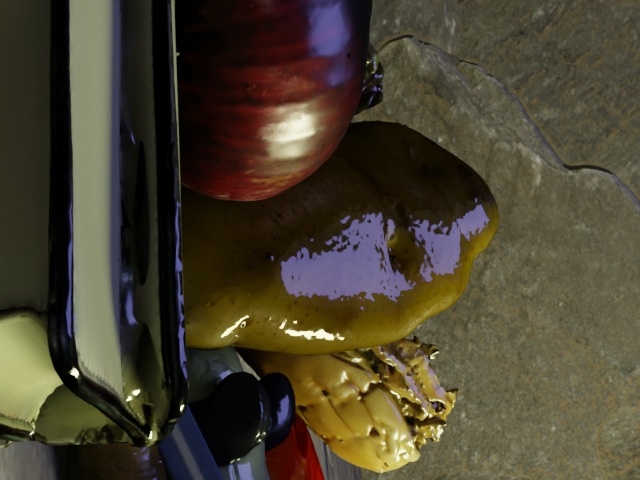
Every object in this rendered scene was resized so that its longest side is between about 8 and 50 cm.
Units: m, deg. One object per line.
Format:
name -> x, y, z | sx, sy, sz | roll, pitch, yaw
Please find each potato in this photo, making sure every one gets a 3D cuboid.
potato -> 0.000, 0.000, 0.958 | 0.369, 0.176, 0.195 | -15, 104, -43

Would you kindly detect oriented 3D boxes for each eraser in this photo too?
eraser -> -0.093, 0.189, 0.794 | 0.225, 0.036, 0.082 | 60, -30, 23

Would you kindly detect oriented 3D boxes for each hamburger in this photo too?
hamburger -> 0.002, 0.106, 1.195 | 0.318, 0.158, 0.318 | 46, -7, 7

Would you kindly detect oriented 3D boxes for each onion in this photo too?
onion -> -0.102, -0.153, 0.776 | 0.273, 0.285, 0.273 | 30, -51, 47

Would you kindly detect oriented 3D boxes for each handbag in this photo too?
handbag -> -0.139, -0.094, 0.489 | 0.237, 0.160, 0.358 | 92, -4, -74

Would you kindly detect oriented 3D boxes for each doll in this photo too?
doll -> -0.086, 0.177, 0.906 | 0.143, 0.135, 0.234 | 49, 33, -77

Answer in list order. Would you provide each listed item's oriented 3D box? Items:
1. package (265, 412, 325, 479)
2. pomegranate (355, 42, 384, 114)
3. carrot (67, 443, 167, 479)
package -> -0.050, 0.342, 1.170 | 0.196, 0.123, 0.423 | -85, 167, -47
pomegranate -> -0.069, -0.174, 1.005 | 0.241, 0.190, 0.159 | 55, 26, 18
carrot -> -0.140, 0.127, 0.737 | 0.070, 0.070, 0.342 | -74, 157, -73
